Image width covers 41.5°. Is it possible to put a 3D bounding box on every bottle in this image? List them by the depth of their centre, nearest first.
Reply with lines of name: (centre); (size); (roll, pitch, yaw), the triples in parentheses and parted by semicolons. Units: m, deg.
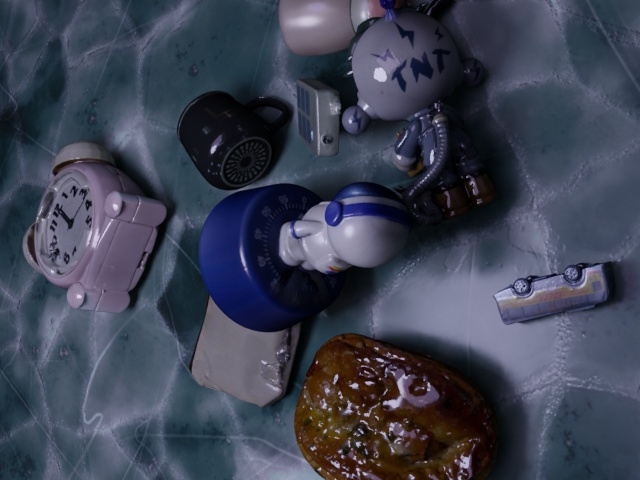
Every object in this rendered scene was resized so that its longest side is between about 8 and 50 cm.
bottle: (0.053, -0.427, 1.585); (0.237, 0.148, 0.147); (2, 88, 27)

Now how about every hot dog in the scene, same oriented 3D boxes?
hot dog: (0.115, 0.310, 1.460); (0.388, 0.174, 0.266); (16, 93, 35)

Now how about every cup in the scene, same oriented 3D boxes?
cup: (-0.173, -0.220, 1.725); (0.223, 0.169, 0.176); (-37, 53, -12)

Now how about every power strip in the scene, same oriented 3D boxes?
power strip: (-0.006, -0.231, 1.561); (0.270, 0.046, 0.117); (-123, 32, -71)

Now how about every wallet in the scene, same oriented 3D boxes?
wallet: (-0.153, 0.175, 1.724); (0.275, 0.068, 0.335); (25, 107, 37)

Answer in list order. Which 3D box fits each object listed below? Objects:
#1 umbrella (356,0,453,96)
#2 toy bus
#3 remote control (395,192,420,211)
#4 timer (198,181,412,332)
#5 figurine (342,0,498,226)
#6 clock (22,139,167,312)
umbrella: (0.160, -0.349, 1.559); (0.071, 0.071, 0.248); (43, 103, 29)
toy bus: (0.378, 0.085, 1.366); (0.191, 0.064, 0.075); (-17, 83, 32)
remote control: (0.090, -0.039, 1.584); (0.222, 0.042, 0.072); (-17, 77, 33)
timer: (0.000, 0.000, 1.437); (0.384, 0.271, 0.270); (-19, 75, 48)
figurine: (0.176, -0.227, 1.445); (0.381, 0.261, 0.186); (67, 156, -2)
clock: (-0.531, -0.034, 1.931); (0.326, 0.184, 0.342); (34, 100, 36)
